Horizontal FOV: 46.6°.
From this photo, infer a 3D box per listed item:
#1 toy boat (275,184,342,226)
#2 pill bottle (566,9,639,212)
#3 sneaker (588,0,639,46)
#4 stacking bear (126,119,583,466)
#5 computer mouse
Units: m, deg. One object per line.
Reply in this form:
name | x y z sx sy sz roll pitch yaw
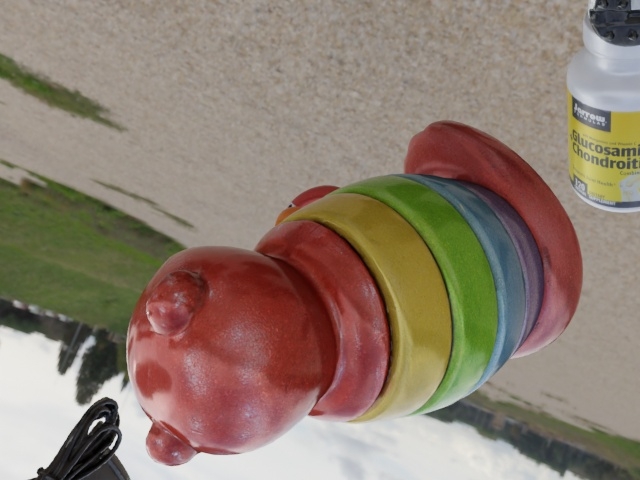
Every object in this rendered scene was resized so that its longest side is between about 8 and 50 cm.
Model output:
toy boat | 0.000 0.000 1.036 0.151 0.151 0.231 31 -168 -34
pill bottle | 0.277 -0.122 0.671 0.103 0.103 0.184 17 144 33
sneaker | 0.204 -0.242 0.446 0.078 0.106 0.234 1 140 4
stacking bear | 0.017 0.039 0.455 0.289 0.175 0.164 -15 -145 -41
computer mouse | -0.239 0.285 0.730 0.072 0.188 0.272 32 147 14
